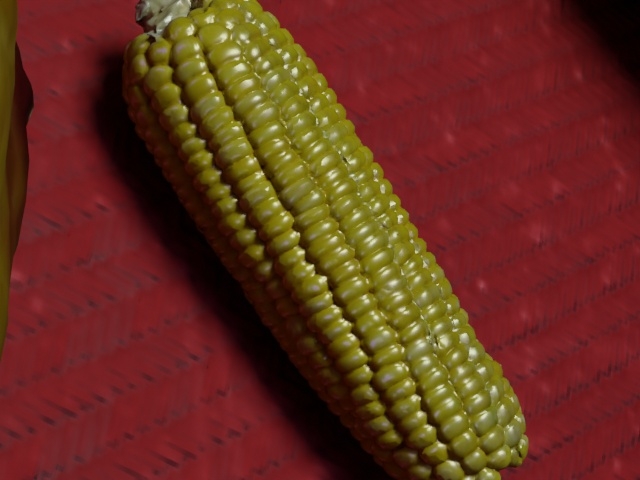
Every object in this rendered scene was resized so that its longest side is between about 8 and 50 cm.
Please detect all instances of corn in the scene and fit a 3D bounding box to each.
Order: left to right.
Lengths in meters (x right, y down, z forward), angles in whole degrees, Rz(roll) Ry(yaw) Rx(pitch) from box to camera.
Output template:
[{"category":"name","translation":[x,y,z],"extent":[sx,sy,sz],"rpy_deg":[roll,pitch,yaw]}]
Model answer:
[{"category":"corn","translation":[0.000,0.000,0.690],"extent":[0.206,0.067,0.067],"rpy_deg":[55,44,-3]}]

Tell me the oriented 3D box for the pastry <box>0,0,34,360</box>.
[{"category":"pastry","translation":[-0.221,-0.031,0.333],"extent":[0.389,0.313,0.388],"rpy_deg":[18,56,-29]}]
